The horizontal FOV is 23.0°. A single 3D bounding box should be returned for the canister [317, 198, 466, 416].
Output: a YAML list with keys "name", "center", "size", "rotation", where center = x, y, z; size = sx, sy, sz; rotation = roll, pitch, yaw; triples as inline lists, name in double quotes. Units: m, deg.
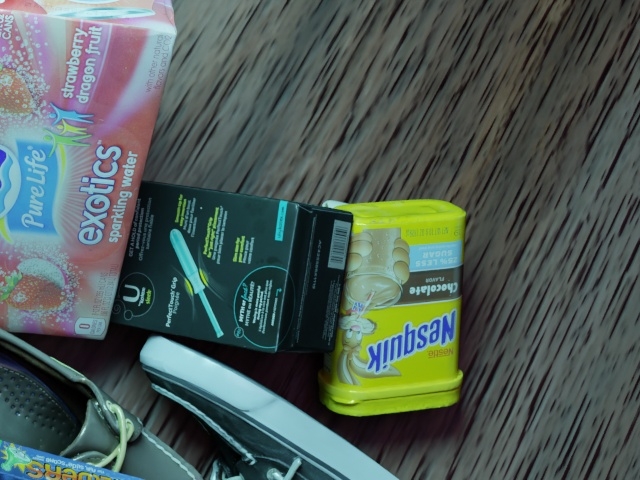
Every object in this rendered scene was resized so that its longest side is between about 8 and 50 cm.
- name: "canister"
  center: [0.062, 0.055, 1.345]
  size: [0.126, 0.073, 0.170]
  rotation: [-5, 106, -21]

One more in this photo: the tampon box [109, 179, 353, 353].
- name: "tampon box"
  center: [-0.073, 0.021, 1.273]
  size: [0.161, 0.101, 0.120]
  rotation: [9, 90, 27]

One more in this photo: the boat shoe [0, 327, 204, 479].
- name: "boat shoe"
  center: [-0.204, 0.152, 1.202]
  size: [0.324, 0.096, 0.117]
  rotation: [35, 54, -19]

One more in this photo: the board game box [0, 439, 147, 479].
- name: "board game box"
  center: [-0.220, 0.241, 1.178]
  size: [0.136, 0.201, 0.035]
  rotation: [17, 34, -13]

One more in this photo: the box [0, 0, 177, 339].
- name: "box"
  center: [-0.216, -0.082, 1.195]
  size: [0.154, 0.300, 0.142]
  rotation: [6, 39, -17]

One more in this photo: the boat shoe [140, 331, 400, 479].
- name: "boat shoe"
  center: [-0.035, 0.191, 1.299]
  size: [0.306, 0.113, 0.105]
  rotation: [37, 83, -20]

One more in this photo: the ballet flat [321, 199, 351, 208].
- name: "ballet flat"
  center: [0.000, 0.000, 1.385]
  size: [0.206, 0.073, 0.067]
  rotation: [-18, 70, -26]
